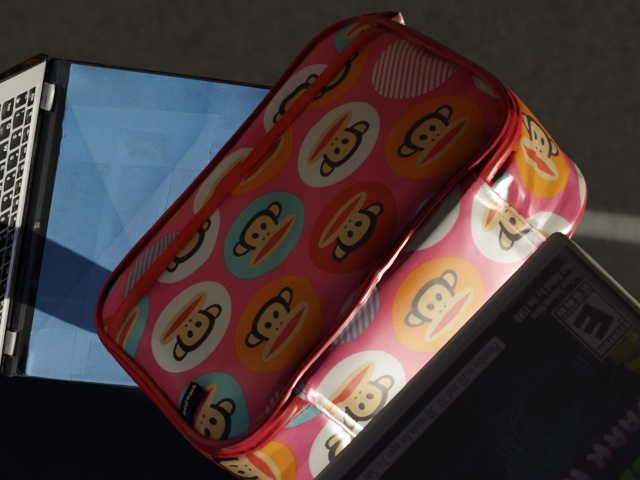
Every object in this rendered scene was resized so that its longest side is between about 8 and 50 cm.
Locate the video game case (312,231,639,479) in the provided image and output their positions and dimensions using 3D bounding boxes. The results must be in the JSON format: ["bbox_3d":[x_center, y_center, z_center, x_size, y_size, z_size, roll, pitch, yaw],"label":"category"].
[{"bbox_3d":[0.081,0.123,0.694,0.173,0.190,0.022,44,-178,3],"label":"video game case"}]

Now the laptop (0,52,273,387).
[{"bbox_3d":[-0.240,0.038,1.916,0.236,0.408,0.382,23,120,18],"label":"laptop"}]

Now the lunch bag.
[{"bbox_3d":[0.000,0.000,1.232,0.120,0.293,0.258,42,178,-38],"label":"lunch bag"}]
